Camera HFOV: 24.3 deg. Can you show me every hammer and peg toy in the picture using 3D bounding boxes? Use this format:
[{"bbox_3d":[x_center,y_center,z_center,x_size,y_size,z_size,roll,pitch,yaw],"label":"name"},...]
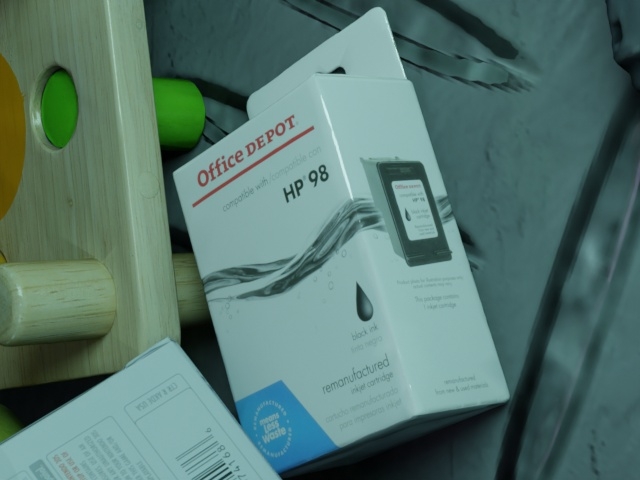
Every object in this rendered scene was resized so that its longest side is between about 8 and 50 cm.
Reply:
[{"bbox_3d":[-0.174,-0.103,0.758,0.266,0.127,0.361,-14,82,47],"label":"hammer and peg toy"}]

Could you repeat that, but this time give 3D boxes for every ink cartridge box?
[{"bbox_3d":[0.000,0.000,0.630,0.104,0.060,0.180,-30,71,43],"label":"ink cartridge box"}]

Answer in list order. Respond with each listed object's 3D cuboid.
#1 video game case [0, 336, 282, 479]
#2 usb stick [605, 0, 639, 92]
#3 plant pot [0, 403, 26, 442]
[{"bbox_3d":[-0.076,0.206,0.543,0.269,0.244,0.061,51,147,13],"label":"video game case"},{"bbox_3d":[0.118,-0.191,0.513,0.077,0.045,0.278,-11,84,47],"label":"usb stick"},{"bbox_3d":[-0.132,0.266,0.660,0.293,0.275,0.275,36,117,21],"label":"plant pot"}]
